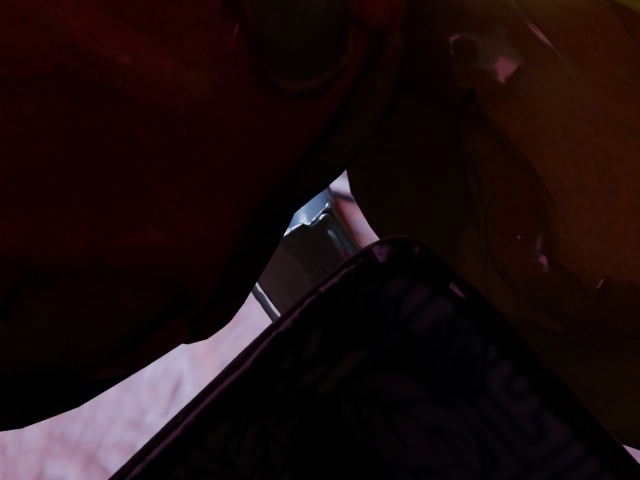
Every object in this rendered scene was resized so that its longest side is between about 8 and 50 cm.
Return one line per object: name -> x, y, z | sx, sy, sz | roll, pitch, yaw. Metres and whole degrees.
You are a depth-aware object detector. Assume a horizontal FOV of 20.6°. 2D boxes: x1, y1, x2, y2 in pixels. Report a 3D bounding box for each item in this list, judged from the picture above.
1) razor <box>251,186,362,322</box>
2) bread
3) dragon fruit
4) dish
razor -> 0.000, 0.000, 0.651 | 0.040, 0.068, 0.135 | -30, 21, 8
bread -> 0.080, -0.016, 0.504 | 0.088, 0.161, 0.233 | -53, 29, 25
dragon fruit -> -0.096, -0.095, 0.456 | 0.231, 0.237, 0.302 | -124, 44, -61
dish -> -0.011, 0.143, 0.401 | 0.243, 0.182, 0.080 | -42, -4, -7
